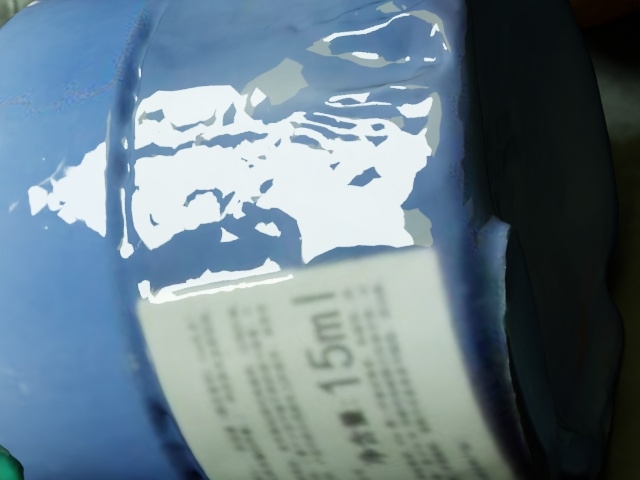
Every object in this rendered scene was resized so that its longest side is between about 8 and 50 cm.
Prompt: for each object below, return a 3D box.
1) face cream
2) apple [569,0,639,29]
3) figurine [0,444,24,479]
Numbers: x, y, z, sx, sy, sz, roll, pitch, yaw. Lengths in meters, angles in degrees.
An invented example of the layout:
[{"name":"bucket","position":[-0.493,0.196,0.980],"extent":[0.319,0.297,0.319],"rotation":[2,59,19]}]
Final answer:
[{"name":"face cream","position":[0.000,0.000,0.825],"extent":[0.225,0.249,0.249],"rotation":[-6,54,21]},{"name":"apple","position":[0.110,-0.210,0.936],"extent":[0.218,0.201,0.218],"rotation":[3,101,15]},{"name":"figurine","position":[-0.160,0.225,0.752],"extent":[0.340,0.324,0.231],"rotation":[-2,11,23]}]
